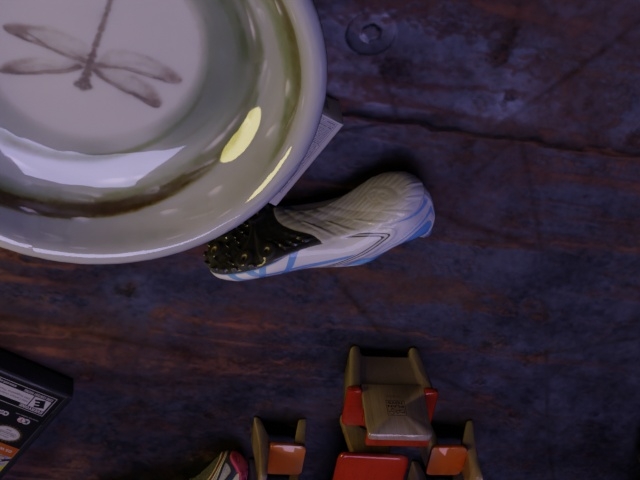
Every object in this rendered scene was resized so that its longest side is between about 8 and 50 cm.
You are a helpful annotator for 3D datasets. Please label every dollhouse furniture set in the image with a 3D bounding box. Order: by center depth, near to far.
[{"bbox_3d":[0.057,0.256,1.474,0.262,0.135,0.259,2,130,-8],"label":"dollhouse furniture set"}]

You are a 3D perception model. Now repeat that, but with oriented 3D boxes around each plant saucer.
[{"bbox_3d":[-0.196,-0.158,1.122,0.400,0.100,0.400,-3,131,-4],"label":"plant saucer"}]

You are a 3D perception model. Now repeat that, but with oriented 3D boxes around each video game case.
[{"bbox_3d":[-0.454,0.186,1.425,0.275,0.035,0.248,28,121,-27],"label":"video game case"}]

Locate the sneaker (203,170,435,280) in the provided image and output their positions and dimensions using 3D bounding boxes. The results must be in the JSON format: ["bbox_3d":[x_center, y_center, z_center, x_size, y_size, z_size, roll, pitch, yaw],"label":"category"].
[{"bbox_3d":[0.000,0.000,1.291,0.237,0.085,0.086,-16,137,11],"label":"sneaker"}]

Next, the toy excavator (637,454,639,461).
[{"bbox_3d":[0.573,0.439,1.659,0.445,0.222,0.433,4,131,-21],"label":"toy excavator"}]

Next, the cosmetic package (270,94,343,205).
[{"bbox_3d":[-0.035,-0.094,1.233,0.060,0.041,0.115,27,122,-26],"label":"cosmetic package"}]

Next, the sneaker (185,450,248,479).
[{"bbox_3d":[-0.213,0.336,1.532,0.299,0.121,0.112,-35,95,12],"label":"sneaker"}]
